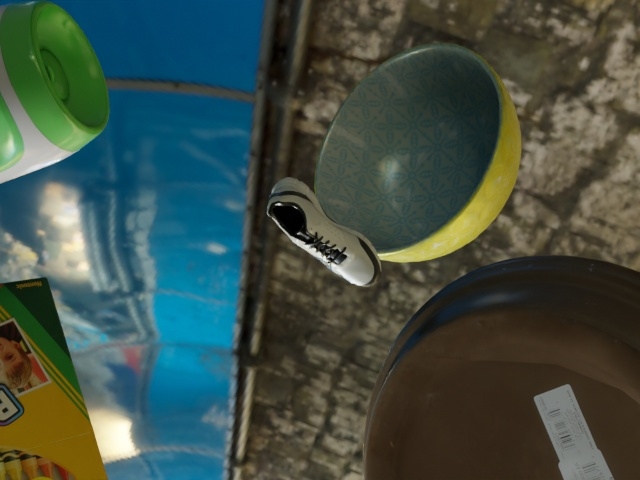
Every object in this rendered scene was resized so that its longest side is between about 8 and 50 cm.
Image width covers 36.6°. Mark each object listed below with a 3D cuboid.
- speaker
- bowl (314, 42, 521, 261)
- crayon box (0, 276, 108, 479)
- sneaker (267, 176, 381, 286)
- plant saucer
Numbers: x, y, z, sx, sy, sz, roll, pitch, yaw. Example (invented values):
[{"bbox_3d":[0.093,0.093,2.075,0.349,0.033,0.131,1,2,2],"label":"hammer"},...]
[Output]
[{"bbox_3d":[-0.324,-0.088,0.768,0.131,0.296,0.131,-18,-90,-77],"label":"speaker"},{"bbox_3d":[0.149,-0.091,1.242,0.156,0.289,0.290,28,-101,-42],"label":"bowl"},{"bbox_3d":[-0.460,0.226,1.138,0.362,0.313,0.106,-9,-19,-43],"label":"crayon box"},{"bbox_3d":[0.000,0.000,0.741,0.040,0.109,0.044,-49,3,25],"label":"sneaker"},{"bbox_3d":[0.125,0.147,0.517,0.041,0.277,0.278,-8,-56,-48],"label":"plant saucer"}]
